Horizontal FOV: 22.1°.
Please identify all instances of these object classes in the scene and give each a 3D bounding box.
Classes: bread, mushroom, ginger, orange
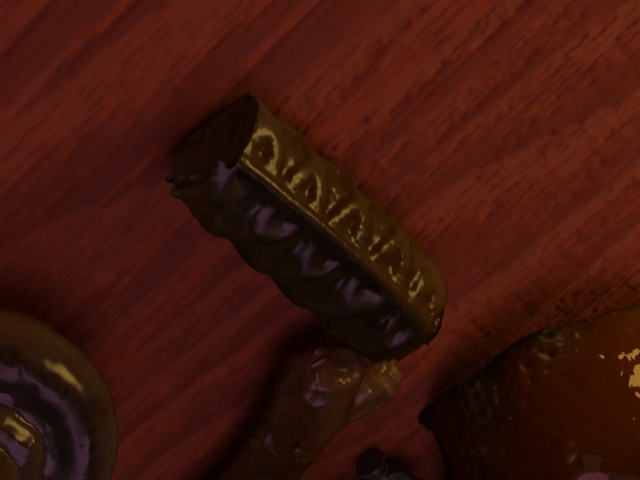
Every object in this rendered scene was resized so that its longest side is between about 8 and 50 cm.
[{"bbox_3d":[-0.001,0.001,1.265,0.087,0.098,0.269,-11,137,45],"label":"bread"},{"bbox_3d":[-0.265,0.158,1.233,0.226,0.178,0.226,-2,103,-8],"label":"mushroom"},{"bbox_3d":[-0.056,0.195,1.383,0.118,0.065,0.299,28,111,-42],"label":"ginger"},{"bbox_3d":[0.247,0.211,1.428,0.262,0.196,0.334,-15,118,-22],"label":"orange"}]

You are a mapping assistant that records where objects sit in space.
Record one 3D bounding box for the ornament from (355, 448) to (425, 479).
[{"bbox_3d":[0.065,0.226,1.452,0.068,0.041,0.092,-1,133,8],"label":"ornament"}]
